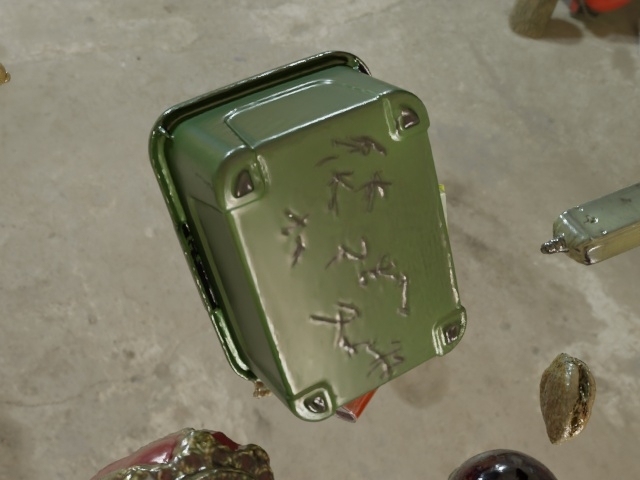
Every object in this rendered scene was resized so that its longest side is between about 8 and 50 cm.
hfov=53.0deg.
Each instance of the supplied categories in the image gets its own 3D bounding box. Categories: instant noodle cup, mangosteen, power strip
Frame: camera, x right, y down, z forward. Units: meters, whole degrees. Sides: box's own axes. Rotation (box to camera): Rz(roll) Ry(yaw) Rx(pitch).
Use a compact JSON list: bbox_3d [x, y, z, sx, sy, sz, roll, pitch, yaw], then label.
[{"bbox_3d":[0.066,0.296,1.332,0.127,0.127,0.135,27,62,12],"label":"instant noodle cup"},{"bbox_3d":[0.418,0.637,1.473,0.330,0.330,0.330,3,54,-5],"label":"mangosteen"},{"bbox_3d":[0.515,-0.049,0.989,0.388,0.066,0.092,-20,41,-6],"label":"power strip"}]

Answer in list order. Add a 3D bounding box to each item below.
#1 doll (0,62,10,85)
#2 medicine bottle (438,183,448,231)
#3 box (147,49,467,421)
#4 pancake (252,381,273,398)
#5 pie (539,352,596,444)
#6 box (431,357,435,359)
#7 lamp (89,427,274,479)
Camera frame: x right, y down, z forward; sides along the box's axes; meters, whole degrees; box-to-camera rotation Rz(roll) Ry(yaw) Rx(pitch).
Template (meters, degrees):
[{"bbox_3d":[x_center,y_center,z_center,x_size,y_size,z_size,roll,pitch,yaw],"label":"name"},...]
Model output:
[{"bbox_3d":[-0.466,-0.227,0.888,0.051,0.061,0.093,-38,36,-3],"label":"doll"},{"bbox_3d":[0.178,-0.043,1.365,0.137,0.250,0.141,-4,87,-3],"label":"medicine bottle"},{"bbox_3d":[0.000,0.000,0.640,0.253,0.328,0.178,-24,24,-15],"label":"box"},{"bbox_3d":[-0.073,0.258,1.471,0.266,0.057,0.244,9,49,25],"label":"pancake"},{"bbox_3d":[0.512,0.332,1.350,0.079,0.163,0.193,15,70,-7],"label":"pie"},{"bbox_3d":[0.219,0.172,1.560,0.132,0.034,0.235,1,59,15],"label":"box"},{"bbox_3d":[-0.133,0.260,0.555,0.177,0.274,0.177,13,62,-26],"label":"lamp"}]
